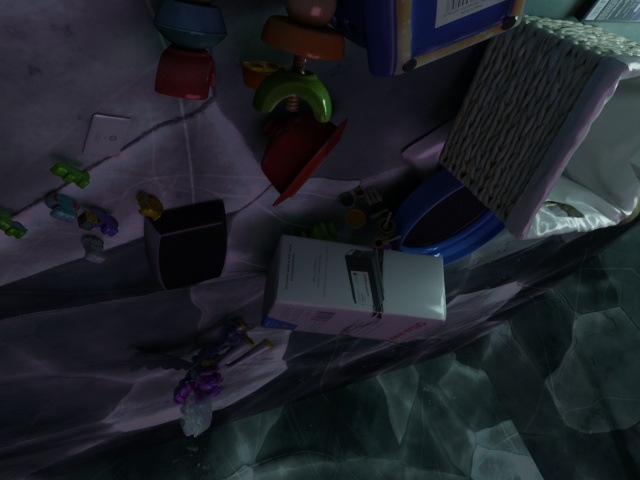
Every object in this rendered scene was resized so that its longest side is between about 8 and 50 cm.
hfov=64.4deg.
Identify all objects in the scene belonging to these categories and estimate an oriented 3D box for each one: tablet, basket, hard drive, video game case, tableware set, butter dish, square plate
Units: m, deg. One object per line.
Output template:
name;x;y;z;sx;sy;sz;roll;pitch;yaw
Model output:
tablet;-0.325;-0.158;0.775;0.054;0.006;0.083;-1;146;-39
basket;0.456;-0.211;0.946;0.328;0.266;0.332;-7;131;-30
hard drive;-0.280;0.021;1.087;0.171;0.054;0.255;-13;152;-21
video game case;0.625;-0.490;0.931;0.274;0.026;0.196;-12;151;-25
tableware set;0.111;-0.053;1.167;0.103;0.154;0.024;-23;165;-7
butter dish;-0.049;-0.165;0.881;0.160;0.118;0.160;-46;-174;34
square plate;0.396;-0.218;1.215;0.343;0.049;0.347;-32;152;14

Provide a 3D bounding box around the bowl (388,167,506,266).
bowl;0.348;-0.066;1.282;0.390;0.077;0.391;-20;149;-13

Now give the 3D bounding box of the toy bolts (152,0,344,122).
toy bolts;-0.091;-0.267;0.648;0.228;0.218;0.159;5;118;-13

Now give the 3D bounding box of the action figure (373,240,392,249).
action figure;0.194;0.018;1.507;0.115;0.030;0.038;10;143;-46

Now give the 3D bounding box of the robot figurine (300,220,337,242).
robot figurine;0.000;0.000;1.266;0.101;0.067;0.115;-6;149;-28

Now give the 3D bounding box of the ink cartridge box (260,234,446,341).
ink cartridge box;0.069;0.132;1.254;0.394;0.167;0.285;8;158;-11

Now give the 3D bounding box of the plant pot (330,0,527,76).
plant pot;0.116;-0.341;0.575;0.235;0.212;0.236;-22;153;-3

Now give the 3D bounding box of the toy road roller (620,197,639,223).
toy road roller;0.686;-0.216;1.146;0.240;0.330;0.202;-21;164;32

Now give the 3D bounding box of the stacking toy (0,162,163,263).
stacking toy;-0.406;-0.047;0.871;0.166;0.052;0.221;-34;150;16

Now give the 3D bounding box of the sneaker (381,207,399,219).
sneaker;0.241;-0.057;1.377;0.209;0.069;0.082;-9;169;-32

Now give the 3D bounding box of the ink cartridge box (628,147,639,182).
ink cartridge box;0.606;-0.121;0.863;0.143;0.092;0.090;24;110;-46

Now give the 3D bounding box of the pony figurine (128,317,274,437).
pony figurine;-0.348;0.400;1.541;0.363;0.303;0.351;-41;161;1
